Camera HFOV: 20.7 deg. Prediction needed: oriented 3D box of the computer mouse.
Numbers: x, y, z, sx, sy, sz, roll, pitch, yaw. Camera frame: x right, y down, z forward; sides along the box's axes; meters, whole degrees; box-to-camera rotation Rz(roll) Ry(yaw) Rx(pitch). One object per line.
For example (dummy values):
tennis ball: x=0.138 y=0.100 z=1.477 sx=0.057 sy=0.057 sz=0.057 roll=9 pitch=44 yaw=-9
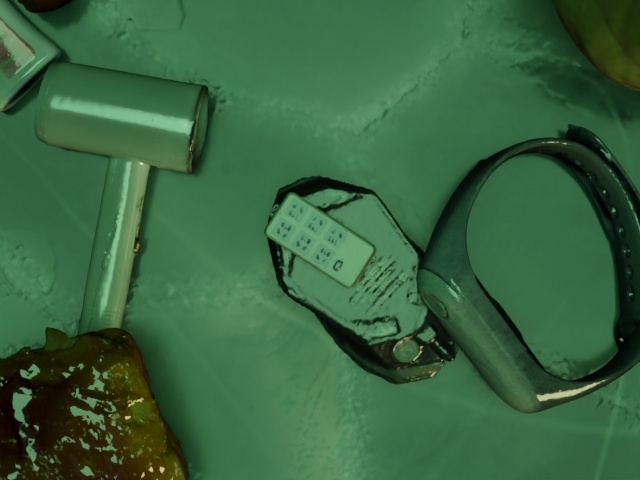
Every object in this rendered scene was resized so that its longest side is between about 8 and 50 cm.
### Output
computer mouse: x=0.033 y=0.029 z=1.393 sx=0.106 sy=0.062 sz=0.192 roll=-44 pitch=94 yaw=-1

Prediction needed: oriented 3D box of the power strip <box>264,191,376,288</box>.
power strip: x=0.000 y=0.000 z=1.352 sx=0.090 sy=0.016 sz=0.040 roll=33 pitch=89 yaw=-1

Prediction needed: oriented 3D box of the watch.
watch: x=0.184 y=0.025 z=1.369 sx=0.193 sy=0.068 sz=0.206 roll=-42 pitch=99 yaw=-17

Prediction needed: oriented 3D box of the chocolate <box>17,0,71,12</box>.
chocolate: x=-0.226 y=-0.248 z=1.370 sx=0.127 sy=0.124 sz=0.133 roll=-10 pitch=122 yaw=-2

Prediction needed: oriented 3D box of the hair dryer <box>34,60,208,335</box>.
hair dryer: x=-0.171 y=-0.018 z=1.402 sx=0.131 sy=0.073 sz=0.236 roll=10 pitch=99 yaw=2

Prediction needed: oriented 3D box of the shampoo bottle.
shampoo bottle: x=-0.265 y=-0.162 z=1.402 sx=0.072 sy=0.043 sz=0.099 roll=-43 pitch=90 yaw=9

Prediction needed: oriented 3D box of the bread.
bread: x=-0.297 y=0.200 z=1.360 sx=0.380 sy=0.109 sz=0.185 roll=-23 pitch=103 yaw=4

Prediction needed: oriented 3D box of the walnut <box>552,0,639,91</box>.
walnut: x=0.308 y=-0.240 z=1.290 sx=0.253 sy=0.282 sz=0.277 roll=-5 pitch=84 yaw=41
